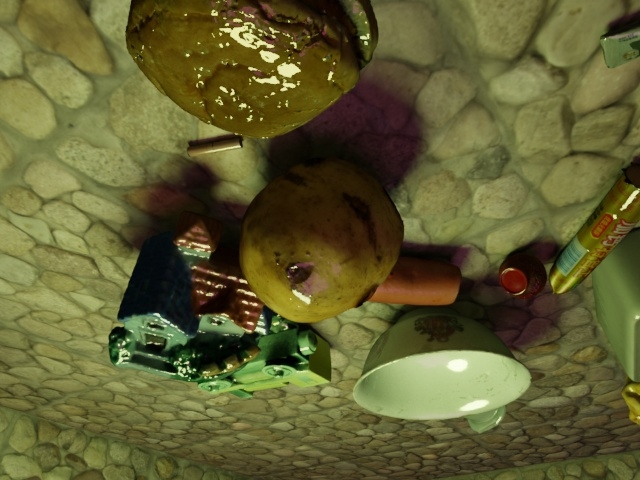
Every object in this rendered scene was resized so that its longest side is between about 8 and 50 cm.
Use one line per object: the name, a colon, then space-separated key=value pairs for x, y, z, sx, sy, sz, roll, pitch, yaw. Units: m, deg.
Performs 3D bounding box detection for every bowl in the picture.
bowl: x=0.294 y=0.297 z=1.188 sx=0.435 sy=0.196 sz=0.435 roll=0 pitch=141 yaw=0

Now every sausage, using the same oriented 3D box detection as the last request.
sausage: x=0.547 y=0.005 z=0.925 sx=0.082 sy=0.082 sz=0.371 roll=2 pitch=141 yaw=-2
sausage: x=0.166 y=0.086 z=1.001 sx=0.259 sy=0.113 sz=0.113 roll=5 pitch=140 yaw=-6

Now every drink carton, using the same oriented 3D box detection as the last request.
drink carton: x=0.442 y=0.469 z=1.417 sx=0.189 sy=0.191 sz=0.185 roll=23 pitch=138 yaw=-16

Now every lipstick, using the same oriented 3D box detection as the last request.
lipstick: x=-0.178 y=-0.157 z=0.774 sx=0.094 sy=0.019 sz=0.019 roll=-8 pitch=140 yaw=8

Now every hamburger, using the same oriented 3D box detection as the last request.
hamburger: x=-0.088 y=-0.225 z=0.546 sx=0.265 sy=0.134 sz=0.285 roll=27 pitch=162 yaw=-24

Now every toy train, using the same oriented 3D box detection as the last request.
toy train: x=-0.164 y=0.342 z=1.286 sx=0.397 sy=0.160 sz=0.253 roll=-17 pitch=145 yaw=20

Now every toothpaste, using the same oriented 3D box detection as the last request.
toothpaste: x=0.493 y=-0.294 z=0.591 sx=0.233 sy=0.038 sz=0.060 roll=-19 pitch=137 yaw=25

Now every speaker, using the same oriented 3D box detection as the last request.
speaker: x=0.740 y=0.159 z=1.027 sx=0.183 sy=0.184 sz=0.406 roll=-18 pitch=138 yaw=22

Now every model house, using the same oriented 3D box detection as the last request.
model house: x=-0.222 y=0.108 z=0.884 sx=0.295 sy=0.252 sz=0.329 roll=20 pitch=142 yaw=-13

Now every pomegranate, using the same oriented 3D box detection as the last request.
pomegranate: x=0.000 y=0.000 z=0.776 sx=0.281 sy=0.281 sz=0.281 roll=0 pitch=141 yaw=0

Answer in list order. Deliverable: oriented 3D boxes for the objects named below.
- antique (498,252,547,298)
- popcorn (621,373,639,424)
antique: x=0.439 y=0.077 z=0.998 sx=0.104 sy=0.104 sz=0.104 roll=0 pitch=141 yaw=0
popcorn: x=0.976 y=0.383 z=1.276 sx=0.297 sy=0.281 sz=0.316 roll=-6 pitch=127 yaw=-57
